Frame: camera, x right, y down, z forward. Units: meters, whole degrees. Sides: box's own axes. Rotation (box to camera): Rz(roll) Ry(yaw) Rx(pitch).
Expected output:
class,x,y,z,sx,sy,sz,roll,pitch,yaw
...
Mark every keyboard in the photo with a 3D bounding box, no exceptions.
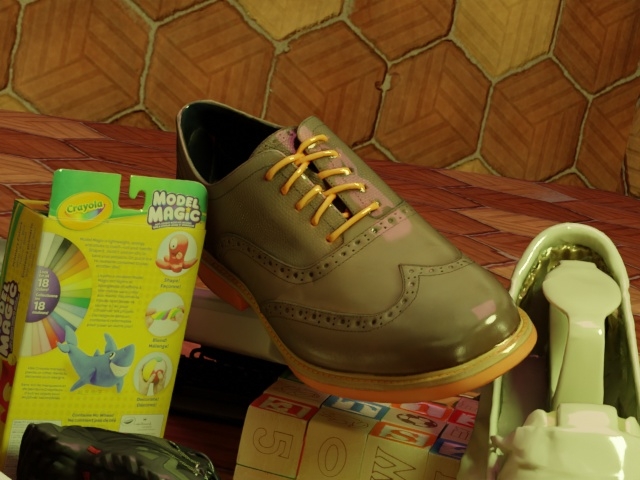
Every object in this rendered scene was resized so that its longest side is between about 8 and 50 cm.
class,x,y,z,sx,sy,sz,roll,pitch,yaw
keyboard,-0.042,0.126,1.533,0.317,0.033,0.201,11,9,-7

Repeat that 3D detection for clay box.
class,x,y,z,sx,sy,sz,roll,pitch,yaw
clay box,-0.157,0.058,1.205,0.127,0.222,0.053,5,12,-37

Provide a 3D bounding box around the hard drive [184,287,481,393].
class,x,y,z,sx,sy,sz,roll,pitch,yaw
hard drive,-0.019,0.075,1.459,0.233,0.047,0.353,10,-2,-28

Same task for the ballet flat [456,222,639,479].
class,x,y,z,sx,sy,sz,roll,pitch,yaw
ballet flat,0.151,0.122,1.087,0.139,0.139,0.400,11,33,-3

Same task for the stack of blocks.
class,x,y,z,sx,sy,sz,roll,pitch,yaw
stack of blocks,0.101,0.174,1.253,0.297,0.087,0.171,13,10,10

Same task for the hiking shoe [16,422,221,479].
class,x,y,z,sx,sy,sz,roll,pitch,yaw
hiking shoe,-0.093,0.160,1.103,0.114,0.086,0.227,-1,15,-40

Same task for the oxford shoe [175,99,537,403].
class,x,y,z,sx,sy,sz,roll,pitch,yaw
oxford shoe,0.000,0.000,1.177,0.130,0.133,0.363,-33,33,-23

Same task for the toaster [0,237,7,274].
class,x,y,z,sx,sy,sz,roll,pitch,yaw
toaster,-0.273,0.059,1.346,0.146,0.129,0.227,8,7,-34

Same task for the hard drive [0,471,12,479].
class,x,y,z,sx,sy,sz,roll,pitch,yaw
hard drive,-0.268,0.174,0.919,0.318,0.040,0.210,1,18,-46

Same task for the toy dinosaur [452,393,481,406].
class,x,y,z,sx,sy,sz,roll,pitch,yaw
toy dinosaur,0.195,0.164,1.522,0.118,0.064,0.268,4,7,-6
